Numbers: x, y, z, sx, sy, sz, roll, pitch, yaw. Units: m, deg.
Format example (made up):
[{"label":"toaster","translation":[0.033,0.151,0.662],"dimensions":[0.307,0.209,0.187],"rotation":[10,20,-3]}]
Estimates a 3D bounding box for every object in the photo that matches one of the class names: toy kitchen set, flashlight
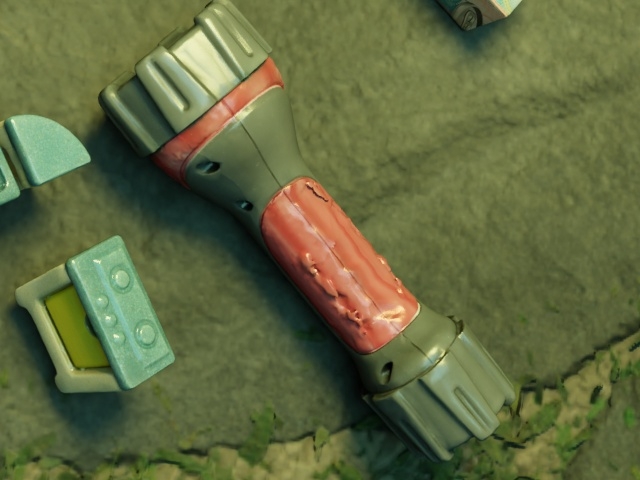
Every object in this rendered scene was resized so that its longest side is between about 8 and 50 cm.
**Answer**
[{"label":"toy kitchen set","translation":[-0.180,0.032,0.829],"dimensions":[0.207,0.122,0.166],"rotation":[-30,101,-43]},{"label":"flashlight","translation":[0.000,0.000,0.946],"dimensions":[0.304,0.103,0.103],"rotation":[51,38,-8]}]

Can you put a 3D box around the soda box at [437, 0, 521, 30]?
[{"label":"soda box","translation":[0.063,-0.221,1.006],"dimensions":[0.183,0.063,0.058],"rotation":[46,73,-14]}]
